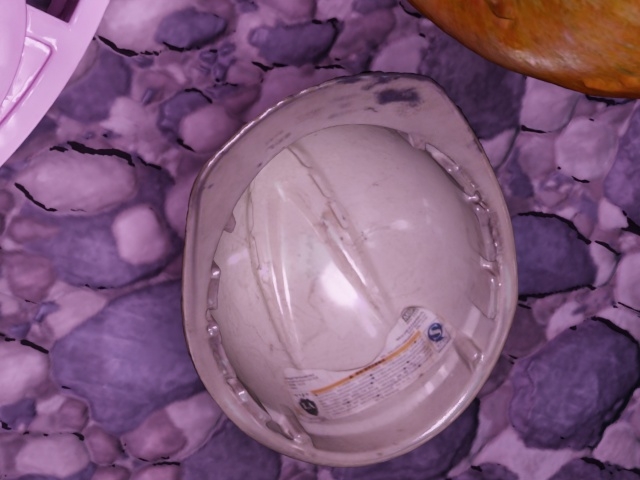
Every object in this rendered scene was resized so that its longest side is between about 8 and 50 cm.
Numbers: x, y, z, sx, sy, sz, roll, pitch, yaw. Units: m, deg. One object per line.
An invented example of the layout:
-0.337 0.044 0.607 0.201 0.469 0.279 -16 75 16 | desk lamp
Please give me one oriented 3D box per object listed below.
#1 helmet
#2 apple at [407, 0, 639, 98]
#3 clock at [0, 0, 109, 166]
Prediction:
-0.002 -0.005 1.097 0.204 0.137 0.257 -22 124 -13 | helmet
0.167 -0.274 0.978 0.384 0.374 0.374 37 95 10 | apple
-0.242 -0.159 0.955 0.290 0.080 0.275 -45 108 -11 | clock
